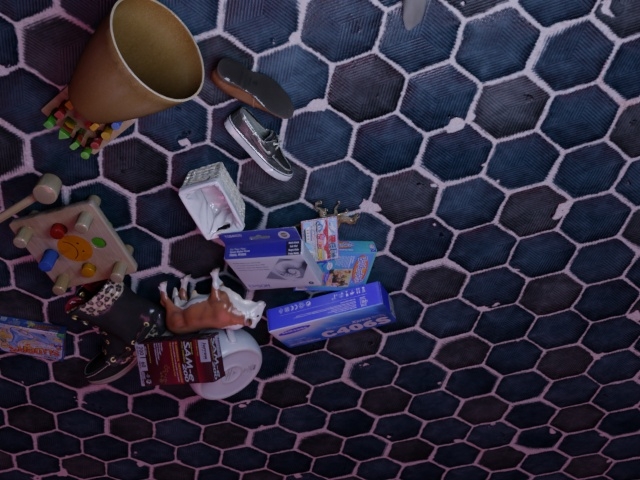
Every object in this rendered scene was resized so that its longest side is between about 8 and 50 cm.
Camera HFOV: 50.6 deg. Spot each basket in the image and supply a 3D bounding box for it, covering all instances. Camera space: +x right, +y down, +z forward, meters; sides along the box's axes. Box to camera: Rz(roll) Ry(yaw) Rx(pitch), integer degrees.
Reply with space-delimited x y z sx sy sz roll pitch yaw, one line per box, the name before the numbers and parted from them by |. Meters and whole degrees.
basket | -0.271 -0.103 1.733 0.113 0.103 0.167 -15 128 13

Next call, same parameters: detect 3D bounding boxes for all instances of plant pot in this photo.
plant pot | -0.423 -0.354 1.459 0.254 0.237 0.237 -23 128 34

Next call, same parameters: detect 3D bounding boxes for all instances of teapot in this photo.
teapot | -0.314 0.343 2.072 0.256 0.187 0.252 -42 143 0

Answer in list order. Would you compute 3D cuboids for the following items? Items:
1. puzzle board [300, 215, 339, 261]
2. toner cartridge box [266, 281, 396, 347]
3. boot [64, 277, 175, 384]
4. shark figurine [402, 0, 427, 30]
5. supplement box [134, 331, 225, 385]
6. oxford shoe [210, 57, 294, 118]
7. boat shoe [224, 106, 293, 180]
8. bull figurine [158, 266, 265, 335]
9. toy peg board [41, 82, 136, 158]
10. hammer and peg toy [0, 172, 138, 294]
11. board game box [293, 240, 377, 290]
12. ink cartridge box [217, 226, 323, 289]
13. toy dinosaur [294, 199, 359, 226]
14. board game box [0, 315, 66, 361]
puzzle board | 0.000 0.000 1.787 0.096 0.011 0.128 -9 119 -10
toner cartridge box | 0.034 0.222 1.990 0.348 0.075 0.165 -16 149 14
boot | -0.638 0.263 2.019 0.377 0.138 0.284 -31 126 20
shark figurine | 0.148 -0.552 1.343 0.278 0.116 0.166 35 121 -28
supplement box | -0.398 0.337 1.918 0.239 0.073 0.130 -8 94 19
oxford shoe | -0.156 -0.343 1.564 0.212 0.076 0.076 29 155 -25
boat shoe | -0.133 -0.231 1.639 0.070 0.078 0.219 -33 121 26
bull figurine | -0.313 0.179 1.916 0.310 0.101 0.188 -14 93 17
toy peg board | -0.553 -0.282 1.598 0.160 0.079 0.161 -31 124 24
hammer and peg toy | -0.680 -0.024 1.789 0.266 0.127 0.361 -13 129 14
board game box | 0.037 0.072 1.891 0.210 0.047 0.160 2 131 -16
ink cartridge box | -0.130 0.053 1.770 0.223 0.045 0.224 -5 144 20
toy dinosaur | 0.012 -0.058 1.802 0.183 0.053 0.092 -6 131 6
board game box | -0.906 0.309 2.133 0.201 0.035 0.136 11 130 -9
